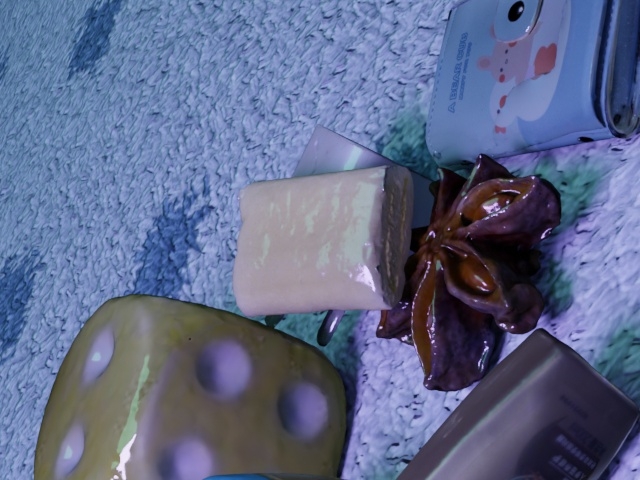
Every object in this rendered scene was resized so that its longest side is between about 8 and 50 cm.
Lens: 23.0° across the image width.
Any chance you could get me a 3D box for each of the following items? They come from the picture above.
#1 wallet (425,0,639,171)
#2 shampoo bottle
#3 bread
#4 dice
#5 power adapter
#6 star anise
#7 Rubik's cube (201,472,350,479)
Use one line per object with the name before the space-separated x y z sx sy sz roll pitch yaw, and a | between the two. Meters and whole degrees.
wallet | 0.200 -0.162 1.454 0.250 0.075 0.176 -8 68 57
shampoo bottle | 0.098 0.232 1.217 0.350 0.125 0.084 -49 23 0
bread | 0.000 -0.001 1.445 0.178 0.060 0.139 -7 71 38
dice | -0.129 0.194 1.563 0.227 0.238 0.233 -8 64 58
power adapter | 0.019 0.006 1.565 0.205 0.130 0.125 -63 31 4
star anise | 0.138 0.031 1.395 0.220 0.099 0.214 15 96 63
Rubik's cube | 0.032 0.314 1.321 0.254 0.254 0.254 -38 40 40
